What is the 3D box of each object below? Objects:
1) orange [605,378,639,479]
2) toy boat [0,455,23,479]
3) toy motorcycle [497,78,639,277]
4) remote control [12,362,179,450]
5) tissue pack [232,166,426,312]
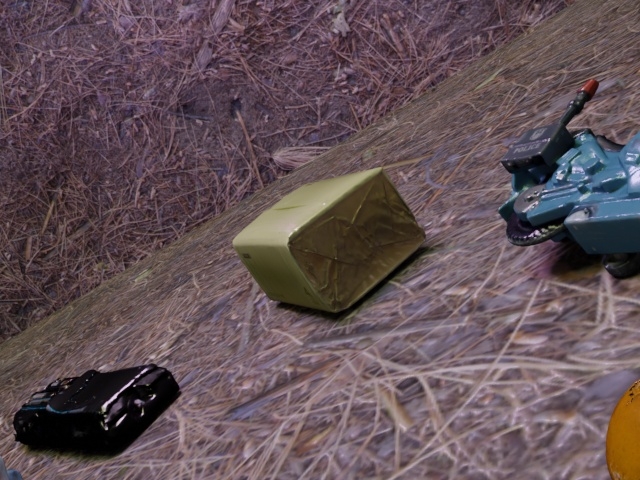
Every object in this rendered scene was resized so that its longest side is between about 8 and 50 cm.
[{"bbox_3d":[0.163,0.090,0.286,0.083,0.070,0.083,-29,9,5],"label":"orange"},{"bbox_3d":[-0.427,0.334,0.666,0.331,0.145,0.133,-30,-10,6],"label":"toy boat"},{"bbox_3d":[0.261,-0.064,0.522,0.182,0.123,0.272,-49,19,-21],"label":"toy motorcycle"},{"bbox_3d":[-0.344,0.236,0.974,0.398,0.062,0.144,-19,18,48],"label":"remote control"},{"bbox_3d":[0.000,0.000,0.882,0.159,0.125,0.234,-37,13,-18],"label":"tissue pack"}]
